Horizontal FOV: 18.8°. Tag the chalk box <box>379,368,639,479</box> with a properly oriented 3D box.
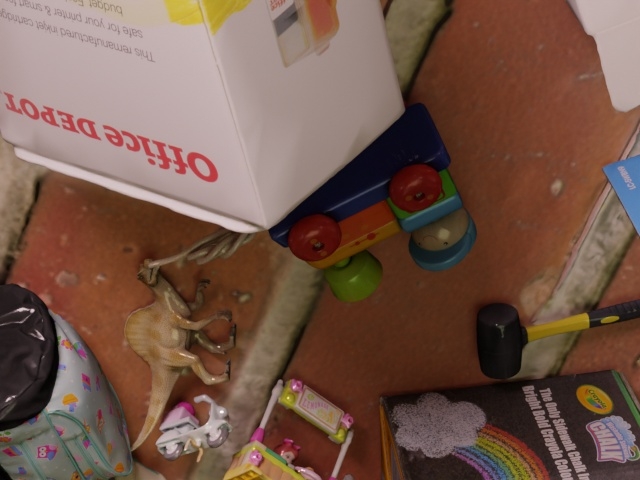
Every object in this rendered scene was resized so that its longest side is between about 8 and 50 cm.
[{"bbox_3d":[0.207,0.240,1.688,0.289,0.180,0.179,-5,123,-7],"label":"chalk box"}]

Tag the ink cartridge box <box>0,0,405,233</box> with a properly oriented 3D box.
[{"bbox_3d":[-0.126,-0.227,1.242,0.160,0.279,0.385,-40,132,-32],"label":"ink cartridge box"}]

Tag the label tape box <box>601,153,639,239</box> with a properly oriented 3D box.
[{"bbox_3d":[0.424,-0.019,1.529,0.333,0.241,0.106,-22,126,4],"label":"label tape box"}]

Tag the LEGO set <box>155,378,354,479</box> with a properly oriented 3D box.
[{"bbox_3d":[-0.013,0.218,1.699,0.132,0.107,0.287,-6,138,35],"label":"LEGO set"}]

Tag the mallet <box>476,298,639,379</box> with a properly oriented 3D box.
[{"bbox_3d":[0.223,0.063,1.667,0.189,0.039,0.062,-19,122,-5],"label":"mallet"}]

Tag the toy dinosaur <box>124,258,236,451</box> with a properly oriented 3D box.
[{"bbox_3d":[-0.119,0.090,1.611,0.092,0.053,0.183,5,116,4],"label":"toy dinosaur"}]

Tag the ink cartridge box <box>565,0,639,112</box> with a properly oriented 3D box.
[{"bbox_3d":[0.246,-0.290,1.386,0.207,0.119,0.353,-21,123,1],"label":"ink cartridge box"}]

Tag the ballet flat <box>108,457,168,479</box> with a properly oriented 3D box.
[{"bbox_3d":[-0.206,0.292,1.703,0.086,0.086,0.248,20,116,-23],"label":"ballet flat"}]

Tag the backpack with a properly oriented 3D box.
[{"bbox_3d":[-0.227,0.138,1.555,0.115,0.152,0.182,-12,138,11],"label":"backpack"}]

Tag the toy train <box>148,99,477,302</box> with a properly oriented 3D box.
[{"bbox_3d":[0.000,0.000,1.545,0.248,0.105,0.143,-27,137,6],"label":"toy train"}]
